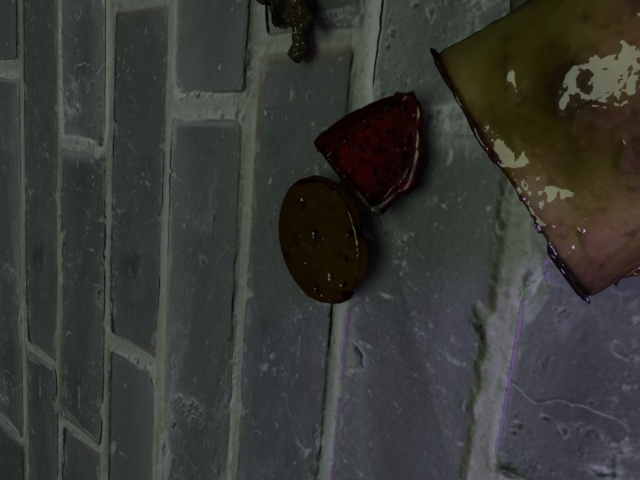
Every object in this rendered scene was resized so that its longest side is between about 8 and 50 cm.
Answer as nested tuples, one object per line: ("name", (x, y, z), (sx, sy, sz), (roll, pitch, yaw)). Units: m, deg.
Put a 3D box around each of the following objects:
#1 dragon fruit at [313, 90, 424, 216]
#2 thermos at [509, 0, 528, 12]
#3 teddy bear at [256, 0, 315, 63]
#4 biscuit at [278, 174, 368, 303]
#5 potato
("dragon fruit", (0.084, -0.133, 0.771), (0.161, 0.120, 0.127), (-38, 26, 11))
("thermos", (0.309, -0.251, 0.560), (0.193, 0.105, 0.137), (19, 132, 30))
("teddy bear", (-0.048, -0.375, 0.852), (0.160, 0.077, 0.119), (55, 159, 14))
("biscuit", (0.000, 0.000, 0.854), (0.212, 0.036, 0.212), (18, 113, 49))
("potato", (0.283, -0.117, 0.493), (0.237, 0.288, 0.301), (-32, 84, 23))
